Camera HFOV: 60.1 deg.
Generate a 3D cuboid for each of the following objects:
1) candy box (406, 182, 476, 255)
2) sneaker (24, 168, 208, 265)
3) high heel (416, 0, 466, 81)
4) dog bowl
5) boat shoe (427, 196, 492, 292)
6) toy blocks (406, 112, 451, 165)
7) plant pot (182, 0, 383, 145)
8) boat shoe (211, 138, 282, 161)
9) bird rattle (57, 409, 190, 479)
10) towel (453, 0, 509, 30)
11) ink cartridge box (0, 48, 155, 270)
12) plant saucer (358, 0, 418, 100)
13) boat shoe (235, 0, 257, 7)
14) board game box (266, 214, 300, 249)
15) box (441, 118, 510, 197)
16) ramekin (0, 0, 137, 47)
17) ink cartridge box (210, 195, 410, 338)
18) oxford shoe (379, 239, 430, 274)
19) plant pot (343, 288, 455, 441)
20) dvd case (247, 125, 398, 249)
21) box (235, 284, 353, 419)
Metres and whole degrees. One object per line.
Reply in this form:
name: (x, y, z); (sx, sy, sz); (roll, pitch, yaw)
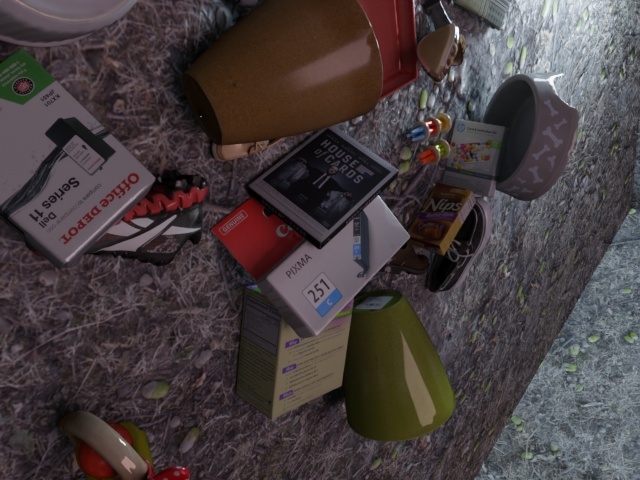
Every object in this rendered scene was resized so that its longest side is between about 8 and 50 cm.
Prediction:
candy box: (0.321, -0.060, 1.475); (0.187, 0.109, 0.053); (-55, 139, -19)
sneaker: (-0.278, -0.011, 0.803); (0.276, 0.097, 0.135); (-24, 120, -44)
high heel: (0.292, -0.404, 1.249); (0.186, 0.093, 0.261); (45, 41, -44)
dog bowl: (0.536, -0.283, 1.482); (0.102, 0.349, 0.349); (7, 103, -11)
boat shoe: (0.378, 0.019, 1.559); (0.105, 0.113, 0.306); (-12, 136, -37)
toy blocks: (0.264, -0.242, 1.375); (0.148, 0.054, 0.123); (-28, 125, -40)
plant pot: (-0.076, -0.257, 0.866); (0.254, 0.237, 0.237); (-30, 128, -19)
boat shoe: (-0.110, -0.184, 0.957); (0.170, 0.059, 0.063); (-38, 131, -34)
bird rattle: (-0.306, 0.342, 0.825); (0.143, 0.253, 0.207); (-45, 111, -28)
towel: (0.412, -0.715, 1.362); (0.324, 0.056, 0.312); (-1, 109, -51)
ink cartridge box: (-0.325, -0.089, 0.653); (0.208, 0.087, 0.153); (46, 66, -15)
plant saucer: (0.100, -0.413, 1.116); (0.259, 0.047, 0.258); (-36, 130, -34)
boat shoe: (-0.132, -0.489, 0.779); (0.102, 0.108, 0.301); (-6, 128, -14)
board game box: (0.000, 0.000, 1.091); (0.201, 0.035, 0.136); (46, 62, -7)
box: (0.415, -0.222, 1.487); (0.038, 0.145, 0.186); (-2, 108, -49)
ramekin: (-0.308, -0.350, 0.603); (0.273, 0.127, 0.273); (-24, 123, -43)
ink cartridge box: (-0.008, -0.012, 1.032); (0.296, 0.066, 0.261); (-43, 97, -29)
oxford shoe: (0.220, 0.037, 1.423); (0.227, 0.082, 0.096); (7, 96, -51)
plant pot: (0.166, 0.280, 1.347); (0.274, 0.274, 0.294); (-27, 109, -41)
dvd case: (0.009, -0.111, 1.044); (0.238, 0.179, 0.030); (-43, 162, -29)
box: (-0.051, 0.206, 1.147); (0.213, 0.117, 0.243); (-11, 114, -47)
